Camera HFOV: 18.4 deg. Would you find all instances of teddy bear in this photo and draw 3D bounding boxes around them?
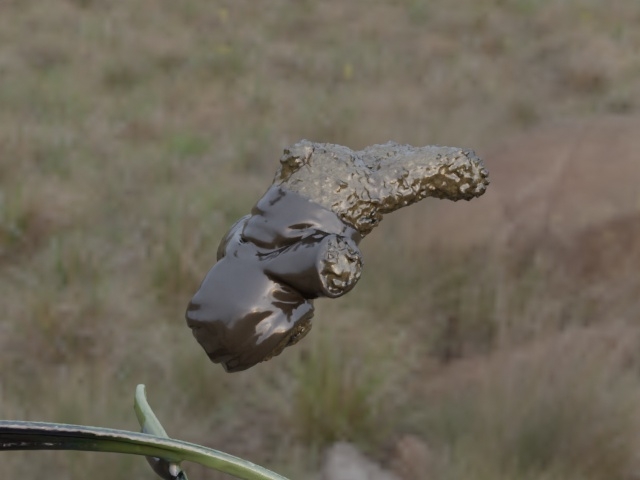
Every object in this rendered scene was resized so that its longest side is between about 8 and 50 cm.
[{"bbox_3d":[-0.003,-0.008,0.950,0.160,0.078,0.119,-42,22,-22],"label":"teddy bear"}]

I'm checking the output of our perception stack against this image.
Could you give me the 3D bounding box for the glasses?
[{"bbox_3d":[-0.091,0.151,0.912,0.239,0.102,0.207,41,30,26],"label":"glasses"}]
